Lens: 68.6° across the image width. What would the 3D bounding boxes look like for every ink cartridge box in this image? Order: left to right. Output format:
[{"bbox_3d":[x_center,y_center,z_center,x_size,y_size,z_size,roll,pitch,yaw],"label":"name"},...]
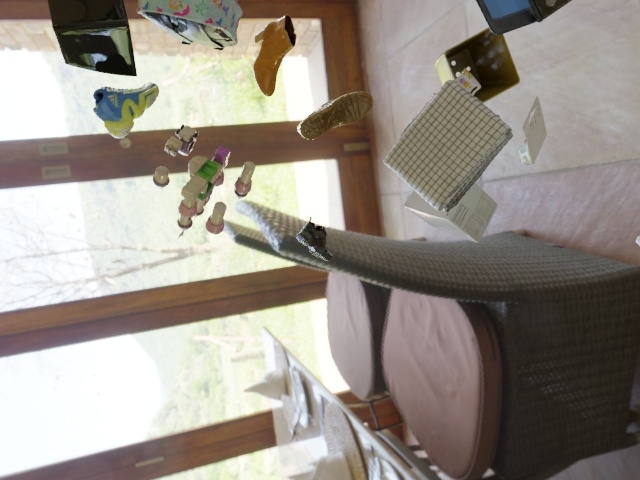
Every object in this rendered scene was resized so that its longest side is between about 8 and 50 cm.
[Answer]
[{"bbox_3d":[0.695,-0.362,1.560,0.045,0.145,0.179,12,154,44],"label":"ink cartridge box"}]

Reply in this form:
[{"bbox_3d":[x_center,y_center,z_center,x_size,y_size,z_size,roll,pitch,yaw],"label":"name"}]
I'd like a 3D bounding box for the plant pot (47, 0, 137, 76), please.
[{"bbox_3d":[-0.564,-0.531,1.158,0.188,0.167,0.187,127,127,-64],"label":"plant pot"}]

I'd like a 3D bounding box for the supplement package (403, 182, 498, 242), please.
[{"bbox_3d":[0.423,-0.116,1.527,0.194,0.203,0.149,26,88,49],"label":"supplement package"}]

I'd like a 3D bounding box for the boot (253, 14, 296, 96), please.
[{"bbox_3d":[-0.185,-0.777,1.980,0.211,0.104,0.295,-3,95,45],"label":"boot"}]

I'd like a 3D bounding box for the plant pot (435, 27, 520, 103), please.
[{"bbox_3d":[0.520,-0.591,1.638,0.212,0.212,0.187,61,177,-16],"label":"plant pot"}]

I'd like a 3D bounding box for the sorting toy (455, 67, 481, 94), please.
[{"bbox_3d":[0.445,-0.472,1.431,0.083,0.075,0.045,-51,0,9],"label":"sorting toy"}]

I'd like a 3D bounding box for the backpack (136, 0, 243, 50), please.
[{"bbox_3d":[-0.310,-0.571,1.123,0.253,0.225,0.191,-72,-6,-72],"label":"backpack"}]

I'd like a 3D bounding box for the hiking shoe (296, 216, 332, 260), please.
[{"bbox_3d":[0.000,0.000,1.916,0.086,0.114,0.227,22,164,39],"label":"hiking shoe"}]

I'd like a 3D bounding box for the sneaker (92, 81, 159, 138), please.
[{"bbox_3d":[-0.539,-0.395,1.294,0.091,0.126,0.240,-23,38,32],"label":"sneaker"}]

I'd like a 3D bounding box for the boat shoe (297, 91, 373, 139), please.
[{"bbox_3d":[0.044,-0.435,1.598,0.098,0.277,0.096,69,170,-27],"label":"boat shoe"}]

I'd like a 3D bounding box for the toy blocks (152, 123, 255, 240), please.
[{"bbox_3d":[-0.430,-0.177,1.657,0.260,0.309,0.288,-57,5,51],"label":"toy blocks"}]

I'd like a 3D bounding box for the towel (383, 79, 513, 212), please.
[{"bbox_3d":[0.341,-0.251,1.259,0.235,0.121,0.284,49,115,28],"label":"towel"}]

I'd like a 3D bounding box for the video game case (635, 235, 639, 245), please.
[{"bbox_3d":[0.811,0.050,1.001,0.173,0.190,0.022,-82,0,-60],"label":"video game case"}]

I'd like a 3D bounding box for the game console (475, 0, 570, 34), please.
[{"bbox_3d":[0.554,-0.759,1.288,0.250,0.173,0.293,-28,85,44],"label":"game console"}]
